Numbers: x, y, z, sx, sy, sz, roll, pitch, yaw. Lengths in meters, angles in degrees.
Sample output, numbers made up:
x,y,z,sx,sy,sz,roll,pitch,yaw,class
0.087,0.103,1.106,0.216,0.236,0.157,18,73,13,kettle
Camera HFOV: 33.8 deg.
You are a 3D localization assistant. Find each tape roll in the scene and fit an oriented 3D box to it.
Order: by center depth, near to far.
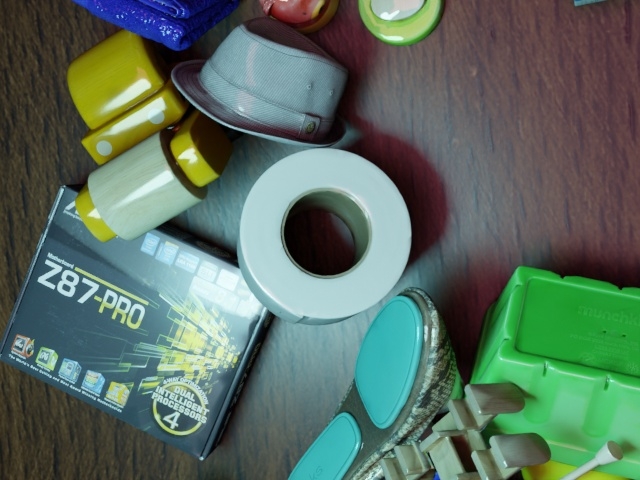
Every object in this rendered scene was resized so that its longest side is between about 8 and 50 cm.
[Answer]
x,y,z,sx,sy,sz,roll,pitch,yaw,class
0.000,0.000,1.548,0.246,0.169,0.246,1,83,-6,tape roll

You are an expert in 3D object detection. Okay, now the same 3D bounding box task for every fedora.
x,y,z,sx,sy,sz,roll,pitch,yaw,class
-0.064,-0.241,1.521,0.243,0.275,0.124,50,121,44,fedora

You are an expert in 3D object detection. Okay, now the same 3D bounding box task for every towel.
x,y,z,sx,sy,sz,roll,pitch,yaw,class
-0.286,-0.410,1.585,0.308,0.227,0.076,27,132,8,towel

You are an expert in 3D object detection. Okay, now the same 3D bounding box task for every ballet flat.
x,y,z,sx,sy,sz,roll,pitch,yaw,class
0.105,0.261,1.553,0.182,0.164,0.482,7,125,-29,ballet flat

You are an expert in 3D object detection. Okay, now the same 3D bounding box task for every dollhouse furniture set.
x,y,z,sx,sy,sz,roll,pitch,yaw,class
0.234,0.335,1.396,0.212,0.161,0.242,-50,50,38,dollhouse furniture set

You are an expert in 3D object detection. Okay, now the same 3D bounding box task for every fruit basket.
x,y,z,sx,sy,sz,roll,pitch,yaw,class
0.392,0.247,1.517,0.392,0.283,0.392,13,142,10,fruit basket

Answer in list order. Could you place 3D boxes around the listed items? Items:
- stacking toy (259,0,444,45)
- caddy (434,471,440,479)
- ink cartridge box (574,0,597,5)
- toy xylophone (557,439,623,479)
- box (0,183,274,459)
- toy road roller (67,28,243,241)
x,y,z,sx,sy,sz,roll,pitch,yaw,class
0.058,-0.436,1.544,0.279,0.130,0.309,20,101,11,stacking toy
0.233,0.510,1.586,0.241,0.179,0.341,-22,103,35,caddy
0.461,-0.388,1.447,0.231,0.134,0.078,-8,94,15,ink cartridge box
0.411,0.398,1.423,0.236,0.081,0.322,29,128,-9,toy xylophone
-0.292,0.128,1.714,0.395,0.097,0.318,26,99,9,box
-0.271,-0.174,1.558,0.202,0.329,0.240,-29,111,16,toy road roller
